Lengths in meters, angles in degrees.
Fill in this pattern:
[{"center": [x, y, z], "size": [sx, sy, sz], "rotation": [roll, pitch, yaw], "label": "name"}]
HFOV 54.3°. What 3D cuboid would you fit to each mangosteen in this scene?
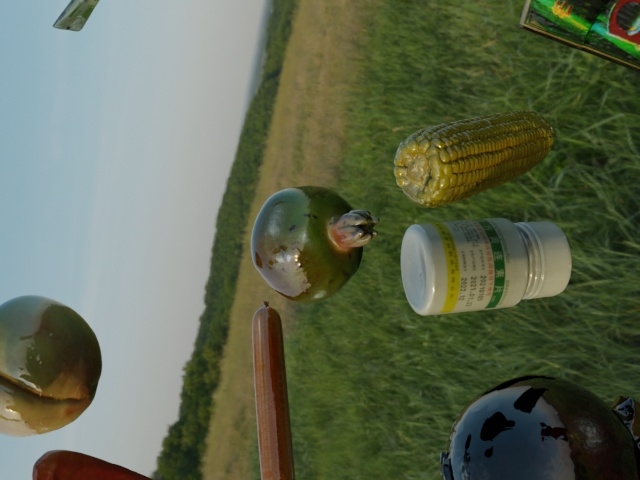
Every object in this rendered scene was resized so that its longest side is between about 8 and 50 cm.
[{"center": [0.343, 0.341, 0.866], "size": [0.307, 0.347, 0.306], "rotation": [-1, -90, -84], "label": "mangosteen"}]

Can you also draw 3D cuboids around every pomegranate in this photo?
[{"center": [0.000, 0.000, 0.927], "size": [0.210, 0.180, 0.179], "rotation": [-11, 64, 41], "label": "pomegranate"}]

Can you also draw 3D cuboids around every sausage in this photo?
[{"center": [-0.078, 0.248, 1.000], "size": [0.053, 0.053, 0.347], "rotation": [111, 157, -50], "label": "sausage"}]

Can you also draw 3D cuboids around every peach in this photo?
[{"center": [-0.599, 0.266, 1.306], "size": [0.247, 0.292, 0.292], "rotation": [82, -163, -82], "label": "peach"}]

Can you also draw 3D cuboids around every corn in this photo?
[{"center": [0.261, -0.142, 1.028], "size": [0.131, 0.345, 0.131], "rotation": [22, 120, 44], "label": "corn"}]

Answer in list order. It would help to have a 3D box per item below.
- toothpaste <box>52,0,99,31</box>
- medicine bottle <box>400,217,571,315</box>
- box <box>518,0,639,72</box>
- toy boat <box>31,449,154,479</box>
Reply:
[{"center": [-0.359, -0.385, 0.974], "size": [0.197, 0.048, 0.029], "rotation": [-28, 76, 42], "label": "toothpaste"}, {"center": [0.372, 0.053, 1.423], "size": [0.208, 0.340, 0.208], "rotation": [175, 90, -80], "label": "medicine bottle"}, {"center": [0.317, -0.221, 0.575], "size": [0.071, 0.240, 0.159], "rotation": [-62, -14, -4], "label": "box"}, {"center": [-0.017, 0.261, 0.326], "size": [0.136, 0.392, 0.079], "rotation": [-43, 1, -36], "label": "toy boat"}]
